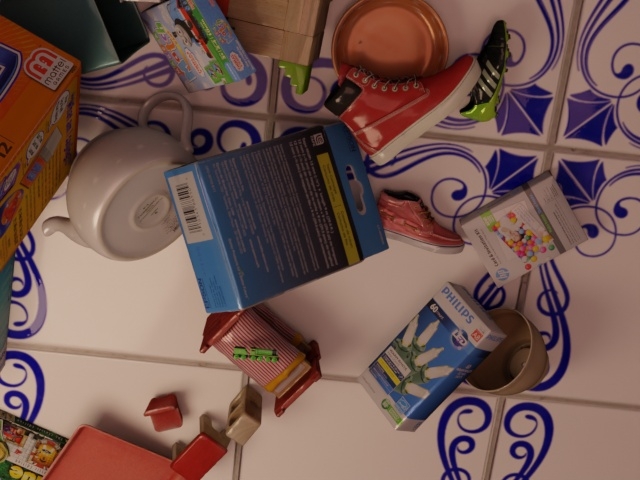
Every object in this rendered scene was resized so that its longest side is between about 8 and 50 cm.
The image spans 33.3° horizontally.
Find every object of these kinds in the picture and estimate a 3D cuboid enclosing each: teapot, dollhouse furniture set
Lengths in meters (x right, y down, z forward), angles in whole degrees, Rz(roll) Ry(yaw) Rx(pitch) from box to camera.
[{"bbox_3d":[-0.335,-0.105,1.836,0.256,0.187,0.252,-21,140,-33],"label":"teapot"},{"bbox_3d":[-0.189,0.284,1.989,0.201,0.152,0.374,40,104,-13],"label":"dollhouse furniture set"}]

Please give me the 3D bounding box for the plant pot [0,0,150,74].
[{"bbox_3d":[-0.437,-0.351,1.756,0.234,0.165,0.165,-15,110,15],"label":"plant pot"}]

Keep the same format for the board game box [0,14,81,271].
[{"bbox_3d":[-0.613,-0.144,1.629,0.356,0.356,0.356,30,65,-1],"label":"board game box"}]

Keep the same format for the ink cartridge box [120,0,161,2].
[{"bbox_3d":[-0.276,-0.439,1.708,0.060,0.180,0.104,4,111,-1],"label":"ink cartridge box"}]

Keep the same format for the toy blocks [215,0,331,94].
[{"bbox_3d":[-0.109,-0.455,1.723,0.261,0.191,0.381,14,110,7],"label":"toy blocks"}]

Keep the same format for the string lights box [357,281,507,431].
[{"bbox_3d":[0.204,0.216,1.974,0.259,0.133,0.077,-50,147,16],"label":"string lights box"}]

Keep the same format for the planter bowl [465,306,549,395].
[{"bbox_3d":[0.354,0.217,1.979,0.109,0.162,0.162,28,111,-38],"label":"planter bowl"}]

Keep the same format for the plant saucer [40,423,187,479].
[{"bbox_3d":[-0.423,0.488,2.102,0.258,0.047,0.259,29,106,-25],"label":"plant saucer"}]

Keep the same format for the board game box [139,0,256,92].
[{"bbox_3d":[-0.203,-0.325,1.745,0.039,0.211,0.160,-39,109,-22],"label":"board game box"}]

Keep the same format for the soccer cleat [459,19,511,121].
[{"bbox_3d":[0.280,-0.289,1.829,0.072,0.060,0.179,7,113,-1],"label":"soccer cleat"}]

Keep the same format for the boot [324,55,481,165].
[{"bbox_3d":[0.131,-0.263,1.787,0.244,0.088,0.176,-38,105,17],"label":"boot"}]

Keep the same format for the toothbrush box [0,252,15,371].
[{"bbox_3d":[-0.639,0.136,1.908,0.126,0.216,0.295,9,112,-3],"label":"toothbrush box"}]

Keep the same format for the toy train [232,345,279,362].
[{"bbox_3d":[-0.113,0.198,1.871,0.083,0.017,0.023,5,98,-3],"label":"toy train"}]

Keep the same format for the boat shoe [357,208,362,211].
[{"bbox_3d":[0.000,0.000,1.935,0.184,0.063,0.066,-20,109,8],"label":"boat shoe"}]

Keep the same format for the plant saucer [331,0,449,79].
[{"bbox_3d":[0.118,-0.327,1.826,0.200,0.037,0.200,0,111,1],"label":"plant saucer"}]

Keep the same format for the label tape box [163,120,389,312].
[{"bbox_3d":[-0.067,-0.047,1.818,0.115,0.348,0.249,-12,97,49],"label":"label tape box"}]

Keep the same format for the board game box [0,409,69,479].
[{"bbox_3d":[-0.556,0.438,2.121,0.260,0.030,0.136,25,111,-9],"label":"board game box"}]

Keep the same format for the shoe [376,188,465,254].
[{"bbox_3d":[0.181,-0.035,1.921,0.178,0.063,0.081,15,115,-1],"label":"shoe"}]

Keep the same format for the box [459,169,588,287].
[{"bbox_3d":[0.368,-0.020,1.941,0.186,0.038,0.145,-29,108,12],"label":"box"}]
